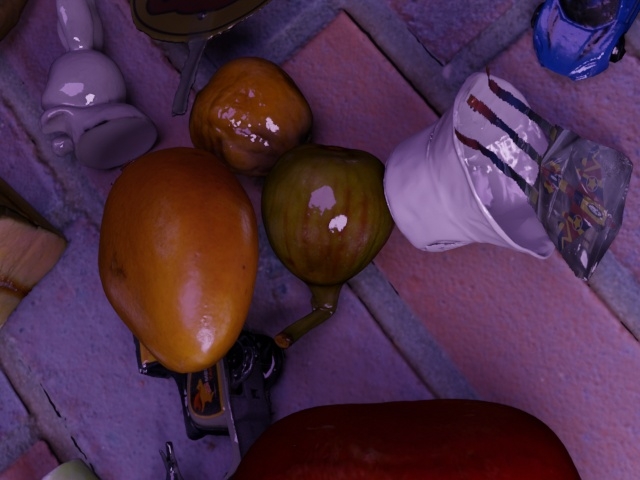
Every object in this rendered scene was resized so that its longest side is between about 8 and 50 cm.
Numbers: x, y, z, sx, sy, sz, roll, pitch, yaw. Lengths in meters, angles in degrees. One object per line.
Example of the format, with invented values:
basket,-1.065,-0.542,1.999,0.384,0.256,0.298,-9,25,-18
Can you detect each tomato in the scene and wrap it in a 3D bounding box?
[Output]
tomato,0.074,0.280,0.993,0.325,0.290,0.293,3,78,2

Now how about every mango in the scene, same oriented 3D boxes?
mango,-0.137,0.020,1.137,0.187,0.138,0.257,-46,38,6

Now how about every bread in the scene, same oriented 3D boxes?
bread,-0.445,-0.027,1.296,0.264,0.168,0.163,39,91,24

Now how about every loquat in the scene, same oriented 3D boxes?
loquat,-0.073,-0.131,1.236,0.137,0.113,0.137,2,68,-5

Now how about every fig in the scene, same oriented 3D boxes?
fig,0.013,-0.007,1.172,0.142,0.148,0.186,-8,110,15

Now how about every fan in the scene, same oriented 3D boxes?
fan,-0.126,-0.275,1.280,0.230,0.011,0.335,-5,57,25

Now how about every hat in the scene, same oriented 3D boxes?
hat,0.142,-0.059,1.127,0.126,0.203,0.203,-17,73,34

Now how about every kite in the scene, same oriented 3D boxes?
kite,0.216,-0.069,1.083,0.015,0.245,0.141,-1,60,51

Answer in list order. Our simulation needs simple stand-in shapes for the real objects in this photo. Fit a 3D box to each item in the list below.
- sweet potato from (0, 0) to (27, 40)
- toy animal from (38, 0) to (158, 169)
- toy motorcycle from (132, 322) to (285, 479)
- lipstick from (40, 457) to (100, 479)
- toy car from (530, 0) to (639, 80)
sweet potato,-0.514,-0.215,1.382,0.423,0.130,0.130,-31,71,1
toy animal,-0.283,-0.195,1.312,0.131,0.104,0.220,-27,71,11
toy motorcycle,-0.106,0.196,1.182,0.157,0.091,0.263,-18,71,21
lipstick,-0.183,0.356,1.175,0.076,0.076,0.304,-47,69,3
toy car,0.293,-0.269,1.175,0.103,0.063,0.216,28,87,20
